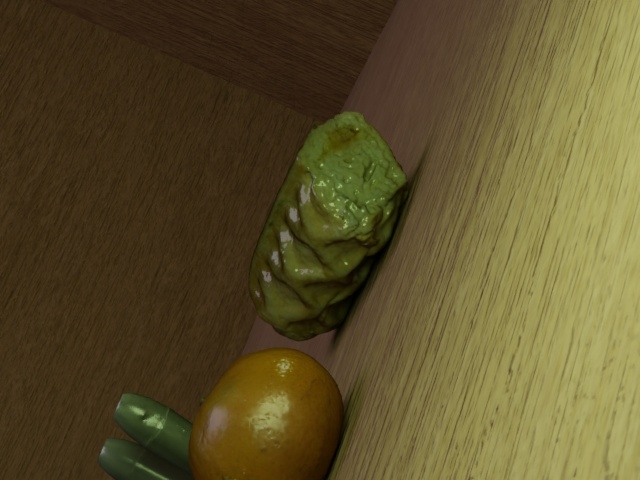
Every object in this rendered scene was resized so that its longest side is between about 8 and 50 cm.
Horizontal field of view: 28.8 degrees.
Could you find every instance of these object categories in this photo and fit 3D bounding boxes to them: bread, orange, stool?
[{"bbox_3d":[0.000,0.000,1.354,0.268,0.130,0.152,116,171,-48],"label":"bread"},{"bbox_3d":[-0.049,0.167,1.079,0.156,0.124,0.156,-160,90,-84],"label":"orange"},{"bbox_3d":[-0.156,0.289,1.294,0.195,0.198,0.195,118,176,-58],"label":"stool"}]
